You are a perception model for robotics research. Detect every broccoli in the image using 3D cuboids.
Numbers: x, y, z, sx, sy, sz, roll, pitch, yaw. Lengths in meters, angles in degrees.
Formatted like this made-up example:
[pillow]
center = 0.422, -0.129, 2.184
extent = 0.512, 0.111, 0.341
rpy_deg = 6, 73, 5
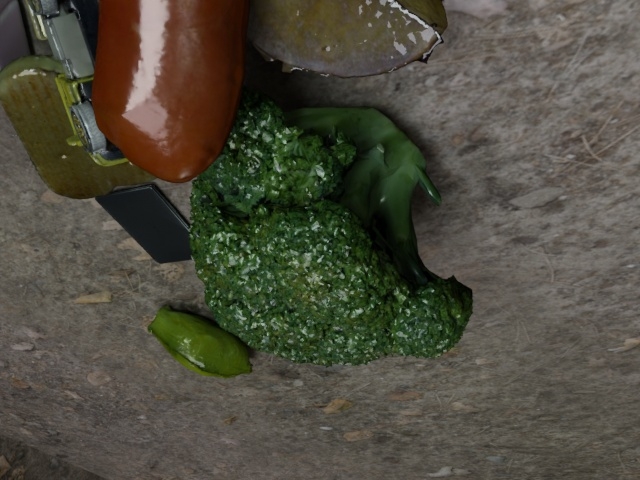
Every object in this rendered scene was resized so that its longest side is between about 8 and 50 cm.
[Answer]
[broccoli]
center = -0.001, 0.000, 0.770
extent = 0.413, 0.310, 0.321
rpy_deg = 40, 139, -4

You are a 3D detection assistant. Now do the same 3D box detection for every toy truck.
[toy truck]
center = -0.234, -0.224, 0.639
extent = 0.157, 0.124, 0.272
rpy_deg = 26, 134, 54

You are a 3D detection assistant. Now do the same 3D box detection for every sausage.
[sausage]
center = -0.125, -0.177, 0.542
extent = 0.133, 0.133, 0.258
rpy_deg = 10, 108, 5

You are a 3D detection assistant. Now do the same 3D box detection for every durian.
[durian]
center = -0.232, 0.216, 1.285
extent = 0.250, 0.101, 0.139
rpy_deg = 30, 175, -19

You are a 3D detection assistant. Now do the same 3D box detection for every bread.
[bread]
center = -0.291, -0.145, 0.827
extent = 0.207, 0.056, 0.286
rpy_deg = -5, 156, -14

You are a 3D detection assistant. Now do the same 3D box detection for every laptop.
[laptop]
center = -0.278, -0.024, 1.055
extent = 0.129, 0.016, 0.180
rpy_deg = -8, 138, 27

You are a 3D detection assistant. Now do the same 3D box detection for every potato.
[potato]
center = -0.002, -0.236, 0.602
extent = 0.243, 0.098, 0.138
rpy_deg = 39, 131, -4

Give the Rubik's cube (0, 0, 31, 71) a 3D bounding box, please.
[Rubik's cube]
center = -0.525, -0.242, 0.607
extent = 0.322, 0.319, 0.316
rpy_deg = 17, 144, -2
